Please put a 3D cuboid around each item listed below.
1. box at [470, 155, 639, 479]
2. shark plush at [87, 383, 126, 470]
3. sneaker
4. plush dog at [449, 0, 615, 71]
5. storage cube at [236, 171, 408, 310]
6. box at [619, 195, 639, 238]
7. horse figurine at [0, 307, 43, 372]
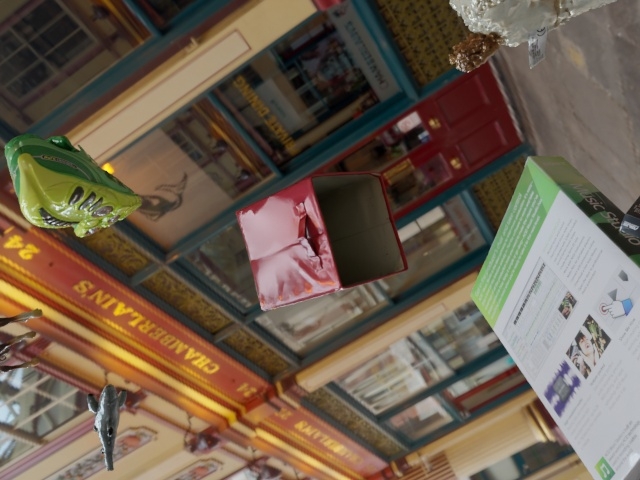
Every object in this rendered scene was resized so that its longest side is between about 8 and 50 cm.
[{"bbox_3d":[0.299,0.083,0.712,0.322,0.058,0.232,-116,30,-46],"label":"box"},{"bbox_3d":[-0.409,0.352,1.184,0.073,0.067,0.161,13,-99,-28],"label":"shark plush"},{"bbox_3d":[-0.323,-0.079,0.837,0.124,0.109,0.295,62,174,2],"label":"sneaker"},{"bbox_3d":[0.204,-0.350,0.747,0.262,0.210,0.226,4,-124,-34],"label":"plush dog"},{"bbox_3d":[0.000,0.000,1.066,0.214,0.193,0.184,-11,-97,-48],"label":"storage cube"},{"bbox_3d":[0.307,-0.020,0.540,0.067,0.083,0.018,27,132,29],"label":"box"},{"bbox_3d":[-0.512,0.151,0.927,0.174,0.263,0.066,-8,-118,-30],"label":"horse figurine"}]
